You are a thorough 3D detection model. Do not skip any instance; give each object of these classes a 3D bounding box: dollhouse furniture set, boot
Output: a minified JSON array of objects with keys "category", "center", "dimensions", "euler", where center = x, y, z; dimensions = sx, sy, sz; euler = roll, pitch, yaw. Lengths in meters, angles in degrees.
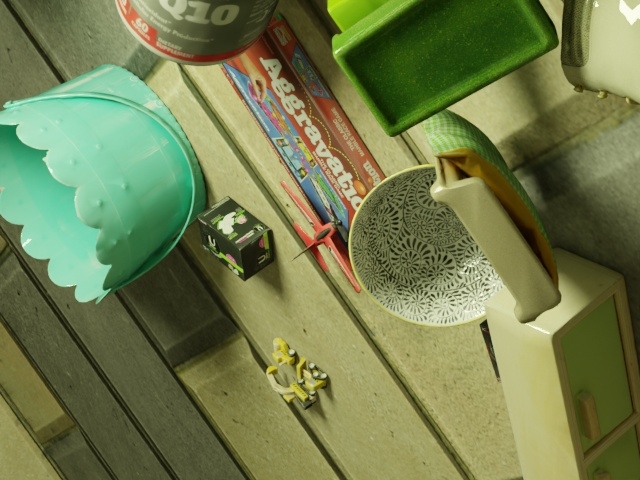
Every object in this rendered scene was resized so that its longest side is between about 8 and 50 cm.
[{"category":"dollhouse furniture set","center":[0.150,-0.108,1.313],"dimensions":[0.301,0.151,0.197],"euler":[54,-166,-20]},{"category":"boot","center":[0.264,-0.104,1.187],"dimensions":[0.165,0.077,0.213],"euler":[16,130,51]}]

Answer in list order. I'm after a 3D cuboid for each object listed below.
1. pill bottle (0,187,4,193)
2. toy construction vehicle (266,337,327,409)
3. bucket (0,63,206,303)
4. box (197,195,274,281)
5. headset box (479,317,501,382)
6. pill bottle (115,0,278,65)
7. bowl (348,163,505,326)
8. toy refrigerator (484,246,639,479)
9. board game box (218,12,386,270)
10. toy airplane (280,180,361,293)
[{"category":"pill bottle","center":[-0.380,-0.065,2.269],"dimensions":[0.221,0.121,0.121],"euler":[52,154,4]},{"category":"toy construction vehicle","center":[-0.035,0.180,2.082],"dimensions":[0.098,0.035,0.086],"euler":[40,151,27]},{"category":"bucket","center":[-0.289,-0.079,2.028],"dimensions":[0.281,0.183,0.281],"euler":[40,151,27]},{"category":"box","center":[-0.104,-0.002,1.958],"dimensions":[0.083,0.052,0.062],"euler":[38,150,33]},{"category":"headset box","center":[0.202,0.118,1.609],"dimensions":[0.062,0.032,0.083],"euler":[19,136,50]},{"category":"pill bottle","center":[-0.093,-0.293,1.459],"dimensions":[0.161,0.161,0.283],"euler":[50,154,8]},{"category":"bowl","center":[0.114,-0.010,1.517],"dimensions":[0.080,0.170,0.170],"euler":[-78,-33,-63]},{"category":"toy refrigerator","center":[0.244,0.151,1.500],"dimensions":[0.094,0.102,0.270],"euler":[26,142,44]},{"category":"board game box","center":[-0.004,-0.100,1.701],"dimensions":[0.281,0.027,0.145],"euler":[57,153,-5]},{"category":"toy airplane","center":[0.000,0.000,1.752],"dimensions":[0.151,0.028,0.151],"euler":[42,152,28]}]
